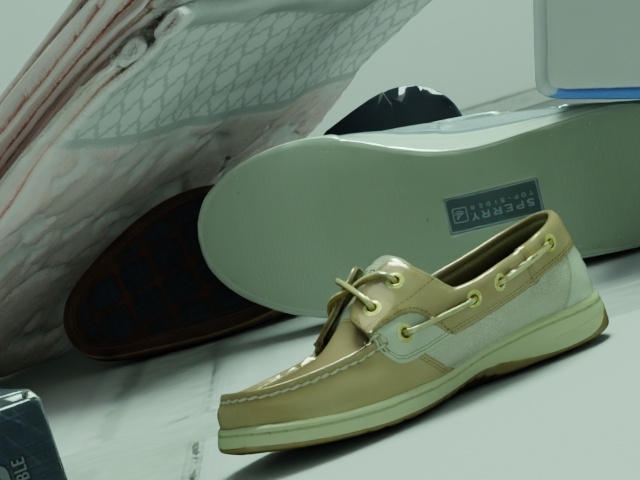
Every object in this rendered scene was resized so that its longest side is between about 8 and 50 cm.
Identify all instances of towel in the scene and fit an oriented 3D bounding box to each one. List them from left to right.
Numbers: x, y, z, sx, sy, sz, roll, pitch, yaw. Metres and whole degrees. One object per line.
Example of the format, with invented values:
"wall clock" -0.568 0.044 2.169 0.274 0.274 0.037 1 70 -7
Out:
"towel" -0.088 -0.038 0.928 0.317 0.053 0.332 -47 -11 27

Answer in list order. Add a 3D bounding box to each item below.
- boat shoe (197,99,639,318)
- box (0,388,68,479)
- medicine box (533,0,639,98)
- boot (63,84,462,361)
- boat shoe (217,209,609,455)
"boat shoe" 0.061 -0.015 0.782 0.228 0.079 0.081 -9 1 21
"box" -0.176 0.088 0.421 0.183 0.059 0.233 -20 5 -27
"medicine box" 0.234 -0.141 0.772 0.264 0.149 0.289 1 9 13
"boot" -0.018 0.011 0.913 0.219 0.082 0.106 -27 -22 1
"boat shoe" 0.024 0.026 0.536 0.135 0.045 0.050 -20 5 -33
